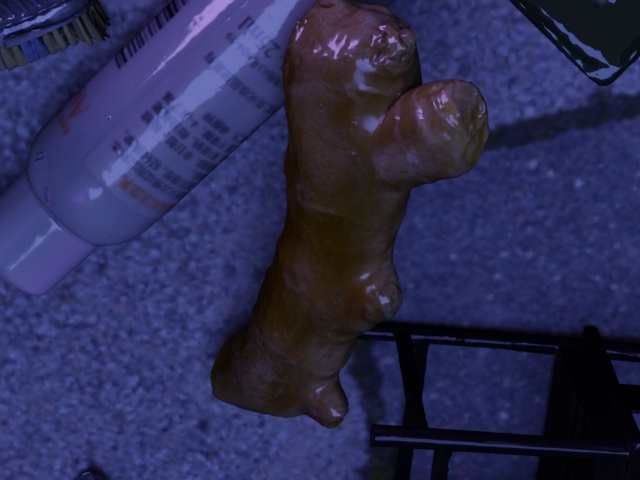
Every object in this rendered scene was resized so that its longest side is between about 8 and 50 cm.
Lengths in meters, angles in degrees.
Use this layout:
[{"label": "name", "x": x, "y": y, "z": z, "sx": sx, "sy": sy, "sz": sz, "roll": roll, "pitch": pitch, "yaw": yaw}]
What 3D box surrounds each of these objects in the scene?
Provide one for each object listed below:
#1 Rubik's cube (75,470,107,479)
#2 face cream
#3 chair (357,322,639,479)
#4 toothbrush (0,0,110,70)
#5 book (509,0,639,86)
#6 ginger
[{"label": "Rubik's cube", "x": -0.145, "y": 0.326, "z": 1.108, "sx": 0.229, "sy": 0.233, "sz": 0.228, "roll": 41, "pitch": 152, "yaw": 16}, {"label": "face cream", "x": -0.075, "y": -0.074, "z": 0.976, "sx": 0.269, "sy": 0.082, "sz": 0.082, "roll": -41, "pitch": 111, "yaw": 11}, {"label": "chair", "x": 0.146, "y": 0.134, "z": 1.056, "sx": 0.260, "sy": 0.154, "sz": 0.141, "roll": 5, "pitch": 114, "yaw": -5}, {"label": "toothbrush", "x": -0.307, "y": -0.053, "z": 0.985, "sx": 0.413, "sy": 0.035, "sz": 0.042, "roll": -21, "pitch": 134, "yaw": 4}, {"label": "book", "x": 0.149, "y": -0.279, "z": 0.737, "sx": 0.260, "sy": 0.043, "sz": 0.371, "roll": 45, "pitch": 113, "yaw": 1}, {"label": "ginger", "x": 0.003, "y": -0.001, "z": 0.971, "sx": 0.065, "sy": 0.118, "sz": 0.299, "roll": -24, "pitch": 151, "yaw": -34}]
